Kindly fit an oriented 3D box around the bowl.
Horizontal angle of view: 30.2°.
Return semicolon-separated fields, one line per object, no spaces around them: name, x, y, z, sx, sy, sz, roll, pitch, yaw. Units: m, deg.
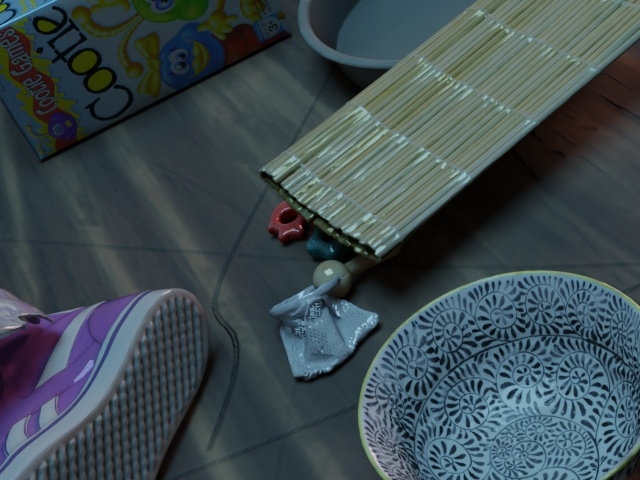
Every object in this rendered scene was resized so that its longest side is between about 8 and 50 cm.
bowl;0.113;0.104;0.659;0.170;0.080;0.170;-15;38;12

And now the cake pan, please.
cake pan;0.124;-0.225;1.059;0.293;0.054;0.293;-15;39;12

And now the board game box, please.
board game box;-0.193;-0.223;1.157;0.275;0.142;0.144;-27;38;-3

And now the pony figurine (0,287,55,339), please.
pony figurine;-0.397;0.017;0.734;0.302;0.364;0.351;-7;12;38

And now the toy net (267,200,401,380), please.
toy net;0.000;0.000;0.870;0.122;0.045;0.232;-3;43;24

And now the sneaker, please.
sneaker;-0.193;0.144;0.774;0.161;0.102;0.282;-6;31;27

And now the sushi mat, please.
sushi mat;0.109;-0.113;0.885;0.316;0.019;0.151;-40;46;-16
